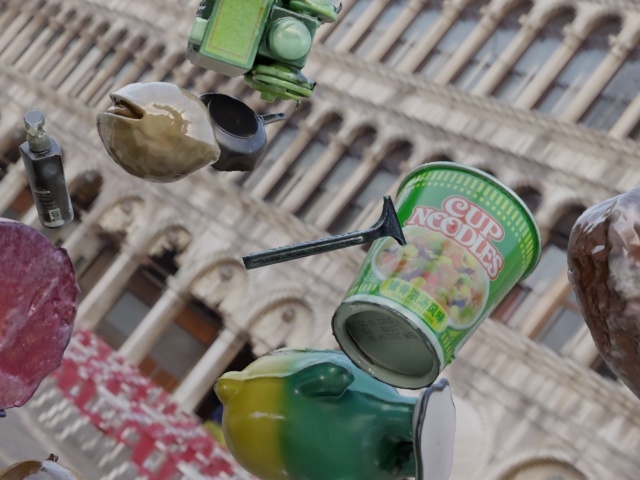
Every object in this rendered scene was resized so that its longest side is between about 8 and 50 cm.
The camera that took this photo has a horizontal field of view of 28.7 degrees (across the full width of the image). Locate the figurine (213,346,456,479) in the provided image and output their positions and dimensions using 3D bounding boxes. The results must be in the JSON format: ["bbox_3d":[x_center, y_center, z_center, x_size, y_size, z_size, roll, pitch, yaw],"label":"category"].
[{"bbox_3d":[0.012,0.278,1.834,0.340,0.231,0.323,3,-43,23],"label":"figurine"}]

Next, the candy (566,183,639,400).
[{"bbox_3d":[0.386,0.065,1.269,0.289,0.214,0.157,49,-25,3],"label":"candy"}]

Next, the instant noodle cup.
[{"bbox_3d":[0.132,0.055,1.521,0.207,0.232,0.207,22,-39,19],"label":"instant noodle cup"}]

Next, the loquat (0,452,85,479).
[{"bbox_3d":[-0.392,0.422,1.754,0.238,0.193,0.238,160,-90,-86],"label":"loquat"}]

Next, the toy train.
[{"bbox_3d":[-0.087,-0.286,1.747,0.188,0.159,0.272,18,2,-11],"label":"toy train"}]

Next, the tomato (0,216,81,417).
[{"bbox_3d":[-0.529,0.090,1.918,0.176,0.289,0.335,31,-3,43],"label":"tomato"}]

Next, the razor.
[{"bbox_3d":[-0.001,0.003,1.443,0.033,0.190,0.066,-75,149,-65],"label":"razor"}]

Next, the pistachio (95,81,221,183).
[{"bbox_3d":[-0.213,-0.138,1.594,0.152,0.126,0.223,29,-5,-38],"label":"pistachio"}]

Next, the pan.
[{"bbox_3d":[-0.118,-0.176,1.744,0.128,0.202,0.048,35,-52,-6],"label":"pan"}]

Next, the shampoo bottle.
[{"bbox_3d":[-0.427,-0.110,1.941,0.207,0.057,0.063,87,-22,-43],"label":"shampoo bottle"}]
